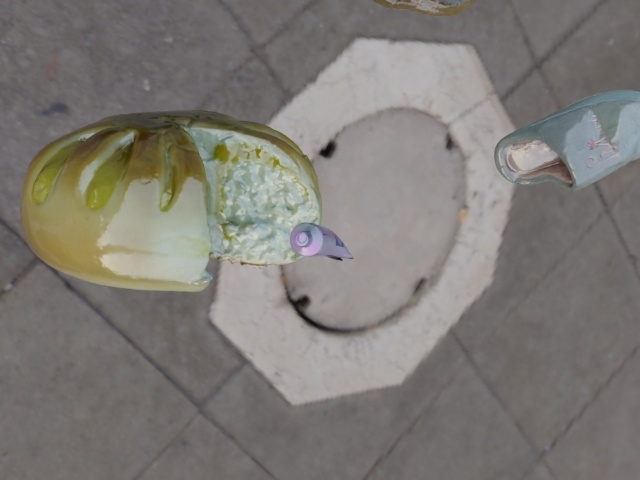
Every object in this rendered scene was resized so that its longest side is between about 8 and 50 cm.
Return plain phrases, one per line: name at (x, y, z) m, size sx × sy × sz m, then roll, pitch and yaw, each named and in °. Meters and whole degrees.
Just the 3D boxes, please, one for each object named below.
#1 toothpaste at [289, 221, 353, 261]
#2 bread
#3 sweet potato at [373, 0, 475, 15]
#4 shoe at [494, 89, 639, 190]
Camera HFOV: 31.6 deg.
toothpaste at (0.000, 0.000, 0.983) m, size 0.028 × 0.045 × 0.170 m, roll -50°, pitch 171°, yaw 6°
bread at (-0.168, -0.060, 1.251) m, size 0.333 × 0.333 × 0.160 m, roll -12°, pitch 115°, yaw -36°
sweet potato at (0.166, -0.381, 1.712) m, size 0.233 × 0.062 × 0.081 m, roll -1°, pitch 95°, yaw -23°
shoe at (0.357, -0.126, 1.571) m, size 0.103 × 0.251 × 0.100 m, roll 55°, pitch 34°, yaw -30°
